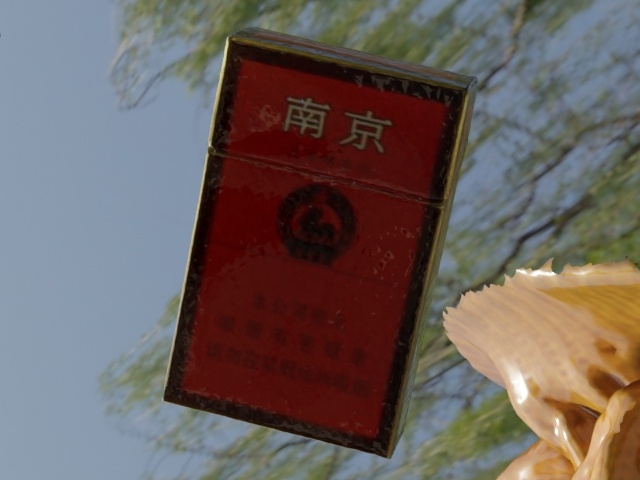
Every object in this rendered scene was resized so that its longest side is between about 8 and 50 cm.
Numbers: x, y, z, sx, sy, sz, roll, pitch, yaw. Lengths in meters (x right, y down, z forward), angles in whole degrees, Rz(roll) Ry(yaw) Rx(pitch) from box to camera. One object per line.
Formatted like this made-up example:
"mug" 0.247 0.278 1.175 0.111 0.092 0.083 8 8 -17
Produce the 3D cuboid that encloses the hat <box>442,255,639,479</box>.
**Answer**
"hat" 0.108 0.160 0.512 0.233 0.244 0.233 20 -105 5

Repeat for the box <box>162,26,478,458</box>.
"box" 0.000 0.000 1.118 0.153 0.074 0.240 15 -76 13
